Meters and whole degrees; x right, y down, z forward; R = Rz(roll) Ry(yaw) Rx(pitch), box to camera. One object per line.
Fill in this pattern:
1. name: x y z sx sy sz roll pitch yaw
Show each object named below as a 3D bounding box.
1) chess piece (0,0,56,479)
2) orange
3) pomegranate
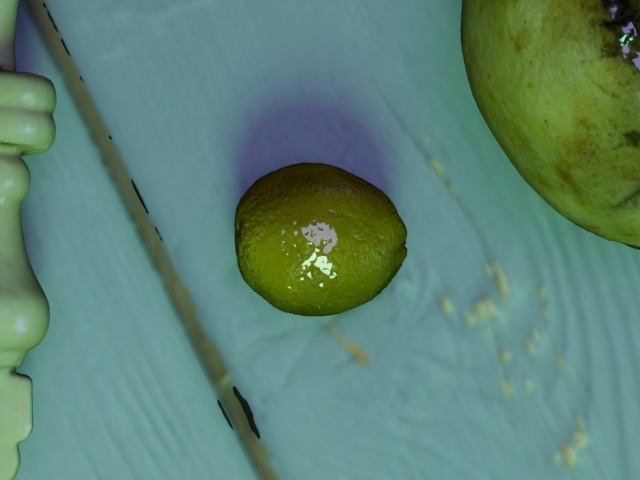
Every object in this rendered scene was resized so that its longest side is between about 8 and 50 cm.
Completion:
1. chess piece: -0.185 -0.063 1.031 0.117 0.117 0.397 1 87 -7
2. orange: 0.000 0.000 1.063 0.095 0.085 0.085 6 85 -10
3. pomegranate: 0.203 -0.119 1.023 0.260 0.260 0.260 0 86 -7
